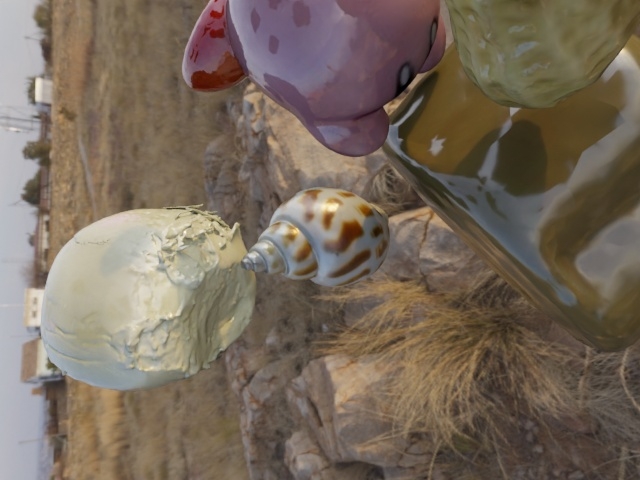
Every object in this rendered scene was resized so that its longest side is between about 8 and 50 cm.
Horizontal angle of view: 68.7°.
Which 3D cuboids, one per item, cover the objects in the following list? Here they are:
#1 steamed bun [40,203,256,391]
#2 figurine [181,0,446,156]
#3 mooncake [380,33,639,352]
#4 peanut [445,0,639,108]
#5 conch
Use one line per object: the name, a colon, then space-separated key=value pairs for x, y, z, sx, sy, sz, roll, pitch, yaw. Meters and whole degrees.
steamed bun: x=-0.287 y=0.065 z=0.769 sx=0.334 sy=0.312 sz=0.232 roll=-50 pitch=-38 yaw=-63
figurine: x=-0.002 y=-0.244 z=0.489 sx=0.269 sy=0.262 sz=0.211 roll=-54 pitch=-7 yaw=-5
mooncake: x=0.307 y=-0.080 z=0.659 sx=0.262 sy=0.467 sz=0.467 roll=-43 pitch=43 yaw=9
peanut: x=0.145 y=-0.205 z=0.307 sx=0.147 sy=0.305 sz=0.146 roll=-12 pitch=63 yaw=25
conch: x=0.000 y=0.000 z=0.801 sx=0.149 sy=0.275 sz=0.182 roll=141 pitch=111 yaw=-83
